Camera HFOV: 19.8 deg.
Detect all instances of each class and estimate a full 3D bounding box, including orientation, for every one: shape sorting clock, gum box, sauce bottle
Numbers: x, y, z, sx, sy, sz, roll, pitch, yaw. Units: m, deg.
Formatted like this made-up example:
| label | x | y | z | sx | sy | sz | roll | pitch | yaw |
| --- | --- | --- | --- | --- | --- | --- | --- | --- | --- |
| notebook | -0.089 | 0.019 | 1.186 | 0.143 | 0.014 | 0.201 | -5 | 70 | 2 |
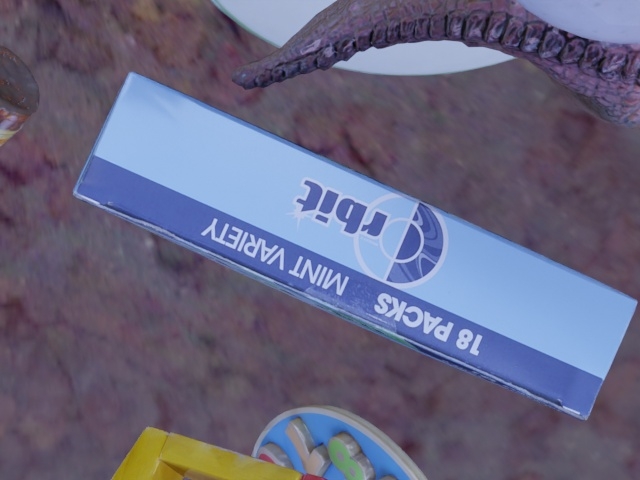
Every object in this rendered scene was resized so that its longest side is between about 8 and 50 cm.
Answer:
| label | x | y | z | sx | sy | sz | roll | pitch | yaw |
| --- | --- | --- | --- | --- | --- | --- | --- | --- | --- |
| shape sorting clock | 0.020 | 0.196 | 1.090 | 0.040 | 0.206 | 0.206 | -25 | 113 | -38 |
| gum box | 0.000 | 0.000 | 0.591 | 0.157 | 0.184 | 0.041 | 25 | 89 | -7 |
| sauce bottle | -0.172 | -0.033 | 0.775 | 0.042 | 0.042 | 0.128 | 41 | 121 | -19 |

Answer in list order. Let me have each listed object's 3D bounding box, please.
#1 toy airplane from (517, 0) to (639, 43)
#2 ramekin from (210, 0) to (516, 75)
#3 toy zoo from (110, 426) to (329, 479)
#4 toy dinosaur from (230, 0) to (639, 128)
| label | x | y | z | sx | sy | sz | roll | pitch | yaw |
| --- | --- | --- | --- | --- | --- | --- | --- | --- | --- |
| toy airplane | 0.076 | -0.138 | 0.386 | 0.384 | 0.386 | 0.272 | 17 | 141 | 1 |
| ramekin | 0.049 | -0.226 | 0.948 | 0.303 | 0.148 | 0.303 | -1 | 140 | -1 |
| toy zoo | -0.028 | 0.194 | 0.798 | 0.192 | 0.293 | 0.030 | -66 | 148 | -17 |
| toy dinosaur | 0.132 | -0.075 | 0.578 | 0.295 | 0.200 | 0.127 | -13 | 145 | -23 |
